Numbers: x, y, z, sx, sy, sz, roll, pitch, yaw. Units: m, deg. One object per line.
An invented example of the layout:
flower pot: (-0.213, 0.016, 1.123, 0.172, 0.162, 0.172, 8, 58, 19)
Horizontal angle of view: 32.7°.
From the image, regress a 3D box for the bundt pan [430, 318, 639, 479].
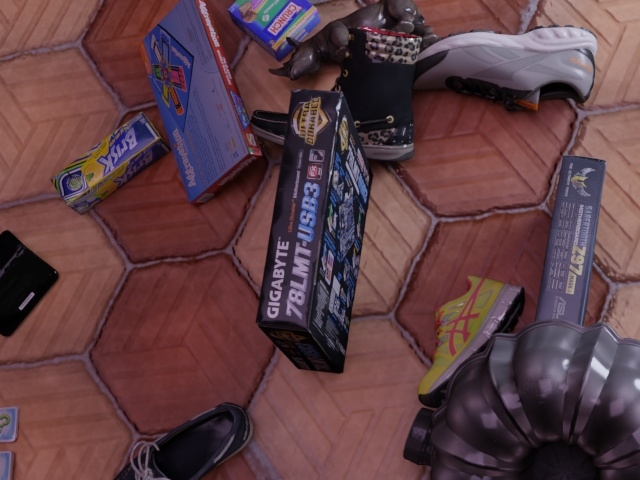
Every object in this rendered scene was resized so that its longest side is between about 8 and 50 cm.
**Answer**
bundt pan: (0.267, 0.259, 1.204, 0.331, 0.124, 0.330, 3, 98, 19)

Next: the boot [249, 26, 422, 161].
boot: (0.023, -0.211, 1.510, 0.237, 0.085, 0.178, 9, 110, 8)

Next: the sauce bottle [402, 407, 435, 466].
sauce bottle: (0.271, 0.297, 1.329, 0.344, 0.111, 0.111, 19, 78, 15)

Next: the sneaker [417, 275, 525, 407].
sneaker: (0.178, 0.128, 1.415, 0.094, 0.081, 0.208, 28, 60, 26)

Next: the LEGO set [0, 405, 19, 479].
LEGO set: (-0.550, 0.321, 1.521, 0.244, 0.060, 0.182, -4, 69, 11)

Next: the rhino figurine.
rhino figurine: (0.040, -0.284, 1.572, 0.243, 0.073, 0.106, -20, 42, 6)

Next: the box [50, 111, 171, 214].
box: (-0.307, -0.112, 1.601, 0.169, 0.059, 0.054, -37, 72, -1)

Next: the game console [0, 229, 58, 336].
game console: (-0.462, 0.062, 1.605, 0.107, 0.071, 0.122, 39, 84, -11)

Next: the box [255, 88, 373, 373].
box: (0.000, 0.000, 1.379, 0.073, 0.295, 0.293, 4, 75, 11)

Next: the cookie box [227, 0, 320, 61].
cookie box: (-0.070, -0.338, 1.632, 0.107, 0.040, 0.092, 42, 84, 19)

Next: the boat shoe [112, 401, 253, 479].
boat shoe: (-0.201, 0.304, 1.440, 0.255, 0.079, 0.095, -33, 70, 0)

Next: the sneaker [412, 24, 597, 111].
sneaker: (0.246, -0.230, 1.506, 0.272, 0.100, 0.108, -3, 78, 11)

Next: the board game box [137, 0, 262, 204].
board game box: (-0.180, -0.208, 1.583, 0.145, 0.027, 0.281, -35, 66, 36)

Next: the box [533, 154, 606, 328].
box: (0.311, 0.033, 1.365, 0.059, 0.183, 0.232, 8, 74, 14)
